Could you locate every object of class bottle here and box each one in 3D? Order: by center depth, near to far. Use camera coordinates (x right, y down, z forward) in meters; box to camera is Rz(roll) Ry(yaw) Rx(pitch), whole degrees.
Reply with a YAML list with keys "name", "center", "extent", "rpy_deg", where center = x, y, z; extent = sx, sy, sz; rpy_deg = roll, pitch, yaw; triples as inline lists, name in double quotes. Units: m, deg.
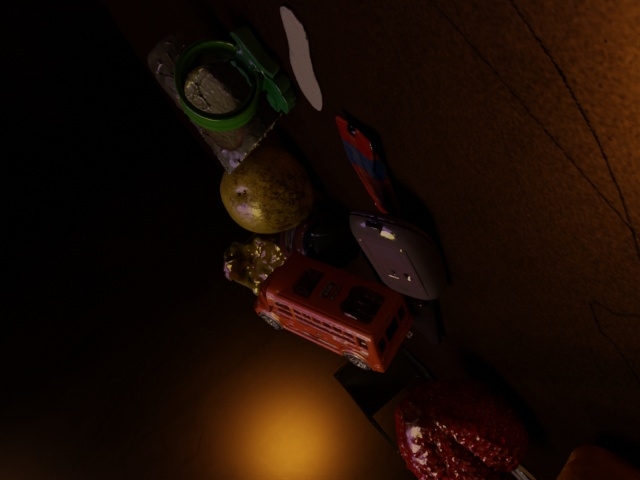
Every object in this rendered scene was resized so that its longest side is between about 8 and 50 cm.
- name: "bottle"
  center: [0.000, 0.000, 1.260]
  extent: [0.144, 0.144, 0.336]
  rpy_deg: [52, 170, -9]

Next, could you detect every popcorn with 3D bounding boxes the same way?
- name: "popcorn"
  center: [-0.102, 0.031, 1.616]
  extent: [0.326, 0.321, 0.290]
  rpy_deg: [67, -168, 6]

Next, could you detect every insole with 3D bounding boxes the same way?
- name: "insole"
  center: [-0.024, -0.233, 0.723]
  extent: [0.065, 0.004, 0.197]
  rpy_deg: [48, 173, 20]

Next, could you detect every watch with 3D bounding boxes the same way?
- name: "watch"
  center: [-0.138, -0.235, 0.851]
  extent: [0.165, 0.152, 0.131]
  rpy_deg: [53, 170, -5]

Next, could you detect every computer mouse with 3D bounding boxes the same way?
- name: "computer mouse"
  center: [0.119, 0.019, 0.816]
  extent: [0.120, 0.057, 0.232]
  rpy_deg: [16, 157, 33]

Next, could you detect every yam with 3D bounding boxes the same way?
- name: "yam"
  center: [-0.178, -0.257, 0.994]
  extent: [0.254, 0.154, 0.154]
  rpy_deg: [50, 173, 5]

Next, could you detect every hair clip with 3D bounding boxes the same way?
- name: "hair clip"
  center: [0.539, 0.638, 1.494]
  extent: [0.220, 0.054, 0.140]
  rpy_deg: [47, 168, 7]

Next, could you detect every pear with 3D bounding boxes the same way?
- name: "pear"
  center: [-0.107, -0.104, 1.166]
  extent: [0.197, 0.197, 0.197]
  rpy_deg: [50, 173, 8]

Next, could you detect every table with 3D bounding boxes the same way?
- name: "table"
  center: [0.239, 0.502, 1.858]
  extent: [0.196, 0.250, 0.282]
  rpy_deg: [55, 173, -29]

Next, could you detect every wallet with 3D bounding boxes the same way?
- name: "wallet"
  center: [0.173, 0.120, 1.131]
  extent: [0.182, 0.049, 0.229]
  rpy_deg: [42, 171, 33]

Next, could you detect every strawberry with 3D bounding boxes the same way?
- name: "strawberry"
  center: [0.257, 0.379, 1.087]
  extent: [0.288, 0.250, 0.238]
  rpy_deg: [29, -170, -35]

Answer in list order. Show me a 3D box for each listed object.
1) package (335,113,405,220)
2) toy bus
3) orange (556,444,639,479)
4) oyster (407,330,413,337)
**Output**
- name: "package"
  center: [0.075, -0.088, 0.773]
  extent: [0.083, 0.022, 0.200]
  rpy_deg: [45, 171, 40]
- name: "toy bus"
  center: [0.007, 0.124, 1.088]
  extent: [0.329, 0.143, 0.153]
  rpy_deg: [20, 152, 33]
- name: "orange"
  center: [0.366, 0.403, 0.701]
  extent: [0.183, 0.249, 0.249]
  rpy_deg: [28, 162, 30]
- name: "oyster"
  center: [0.232, 0.248, 1.519]
  extent: [0.054, 0.019, 0.083]
  rpy_deg: [49, 173, 17]
